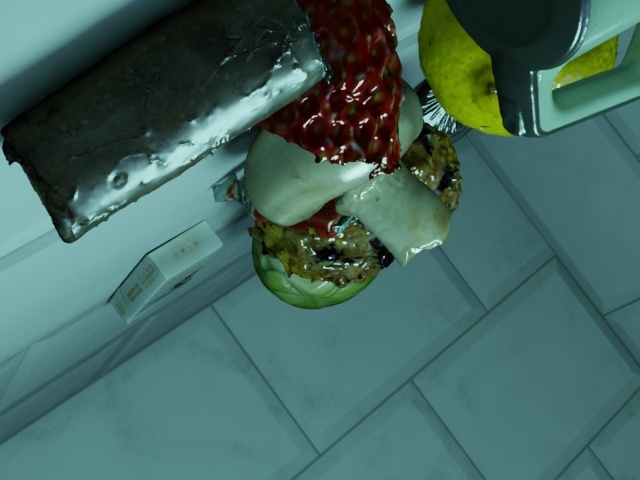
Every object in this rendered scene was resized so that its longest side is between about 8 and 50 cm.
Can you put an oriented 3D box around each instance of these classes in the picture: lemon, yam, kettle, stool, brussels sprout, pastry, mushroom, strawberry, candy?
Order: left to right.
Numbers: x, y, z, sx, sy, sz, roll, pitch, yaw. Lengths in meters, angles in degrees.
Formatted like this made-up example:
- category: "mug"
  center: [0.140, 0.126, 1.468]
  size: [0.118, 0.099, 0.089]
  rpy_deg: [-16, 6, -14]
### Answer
- category: "yam"
  center: [-0.124, -0.119, 0.796]
  size: [0.279, 0.131, 0.131]
  rpy_deg: [-35, 176, -12]
- category: "candy"
  center: [-0.035, -0.058, 1.535]
  size: [0.059, 0.292, 0.086]
  rpy_deg: [75, 33, -63]
- category: "strawberry"
  center: [-0.004, -0.185, 0.992]
  size: [0.234, 0.234, 0.178]
  rpy_deg: [-27, 139, -67]
- category: "brussels sprout"
  center: [-0.003, 0.005, 2.008]
  size: [0.289, 0.281, 0.355]
  rpy_deg: [-4, -170, 8]
- category: "mushroom"
  center: [0.048, -0.086, 1.387]
  size: [0.292, 0.290, 0.292]
  rpy_deg: [-34, -176, 3]
- category: "pastry"
  center: [0.076, -0.090, 1.704]
  size: [0.405, 0.292, 0.337]
  rpy_deg: [-26, 164, -15]
- category: "stool"
  center: [0.274, -0.316, 2.071]
  size: [0.121, 0.125, 0.217]
  rpy_deg: [-94, -154, -62]
- category: "lemon"
  center: [0.267, -0.275, 1.297]
  size: [0.293, 0.293, 0.293]
  rpy_deg: [-36, 176, -3]
- category: "kettle"
  center: [0.333, -0.317, 1.070]
  size: [0.376, 0.250, 0.361]
  rpy_deg: [-32, 134, -22]

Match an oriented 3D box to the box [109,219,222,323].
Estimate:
- category: "box"
  center: [-0.298, 0.064, 1.842]
  size: [0.149, 0.067, 0.233]
  rpy_deg: [-31, 173, -38]
